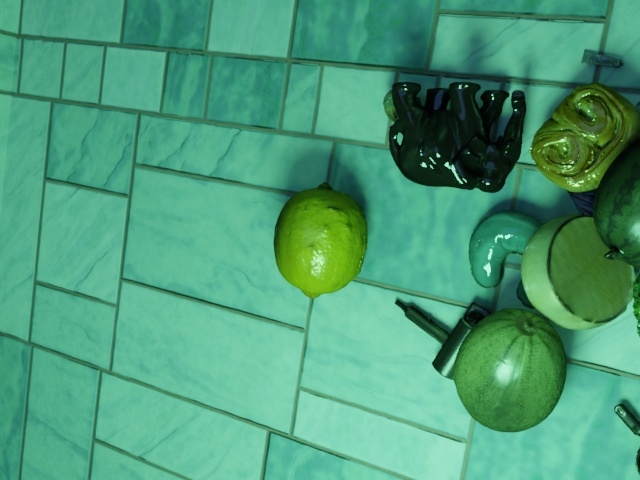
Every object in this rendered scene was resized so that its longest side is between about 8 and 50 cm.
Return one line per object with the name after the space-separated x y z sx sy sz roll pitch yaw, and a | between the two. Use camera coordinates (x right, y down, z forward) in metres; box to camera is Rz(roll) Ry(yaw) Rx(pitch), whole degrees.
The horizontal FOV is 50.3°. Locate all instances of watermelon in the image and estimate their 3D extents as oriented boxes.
0.713 -0.082 1.386 0.359 0.279 0.279 -46 73 7 | watermelon

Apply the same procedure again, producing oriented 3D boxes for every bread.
0.600 -0.227 1.538 0.198 0.120 0.236 44 110 19 | bread

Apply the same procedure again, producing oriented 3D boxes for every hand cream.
0.649 -0.416 1.570 0.093 0.019 0.030 21 100 26 | hand cream

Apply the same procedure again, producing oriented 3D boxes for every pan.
0.761 0.469 1.560 0.136 0.028 0.235 -42 78 21 | pan

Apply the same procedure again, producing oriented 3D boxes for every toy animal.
0.221 -0.340 1.757 0.098 0.098 0.137 -24 127 20 | toy animal

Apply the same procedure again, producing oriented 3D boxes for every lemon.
-0.001 0.003 1.784 0.260 0.260 0.284 -15 82 26 | lemon

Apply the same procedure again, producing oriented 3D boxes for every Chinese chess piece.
0.570 0.069 1.513 0.104 0.257 0.257 -28 78 66 | Chinese chess piece

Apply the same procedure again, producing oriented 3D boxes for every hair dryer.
0.300 0.207 1.754 0.248 0.078 0.196 36 106 26 | hair dryer

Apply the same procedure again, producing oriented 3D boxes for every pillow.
0.469 0.039 1.650 0.233 0.086 0.214 22 107 25 | pillow

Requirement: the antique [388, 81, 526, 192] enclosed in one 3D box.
0.325 -0.245 1.647 0.322 0.185 0.255 3 91 18 | antique

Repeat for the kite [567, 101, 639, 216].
0.677 -0.168 1.575 0.335 0.011 0.315 20 102 23 | kite

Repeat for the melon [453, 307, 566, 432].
0.435 0.297 1.566 0.248 0.248 0.329 25 141 23 | melon

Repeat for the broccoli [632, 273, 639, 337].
0.794 0.140 1.426 0.269 0.241 0.262 13 78 -4 | broccoli
